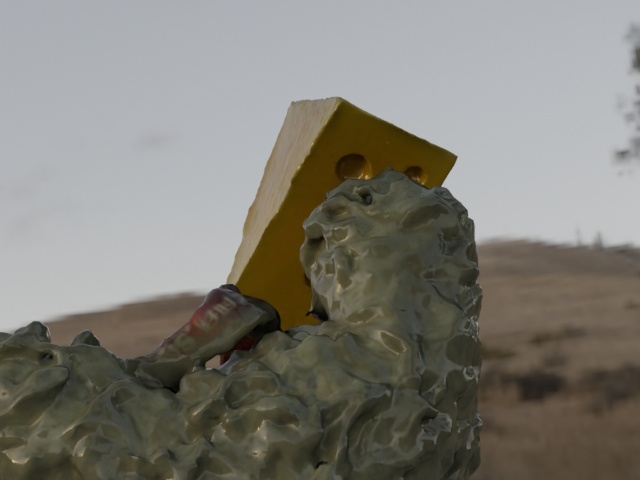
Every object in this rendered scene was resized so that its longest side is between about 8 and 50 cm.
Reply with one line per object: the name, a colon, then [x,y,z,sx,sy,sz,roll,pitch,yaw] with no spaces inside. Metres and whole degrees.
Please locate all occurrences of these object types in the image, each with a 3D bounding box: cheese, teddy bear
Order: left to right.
teddy bear: [-0.038,0.177,1.017,0.357,0.224,0.367,-26,-36,-25]
cheese: [0.000,0.000,1.098,0.093,0.171,0.126,26,-2,-16]
